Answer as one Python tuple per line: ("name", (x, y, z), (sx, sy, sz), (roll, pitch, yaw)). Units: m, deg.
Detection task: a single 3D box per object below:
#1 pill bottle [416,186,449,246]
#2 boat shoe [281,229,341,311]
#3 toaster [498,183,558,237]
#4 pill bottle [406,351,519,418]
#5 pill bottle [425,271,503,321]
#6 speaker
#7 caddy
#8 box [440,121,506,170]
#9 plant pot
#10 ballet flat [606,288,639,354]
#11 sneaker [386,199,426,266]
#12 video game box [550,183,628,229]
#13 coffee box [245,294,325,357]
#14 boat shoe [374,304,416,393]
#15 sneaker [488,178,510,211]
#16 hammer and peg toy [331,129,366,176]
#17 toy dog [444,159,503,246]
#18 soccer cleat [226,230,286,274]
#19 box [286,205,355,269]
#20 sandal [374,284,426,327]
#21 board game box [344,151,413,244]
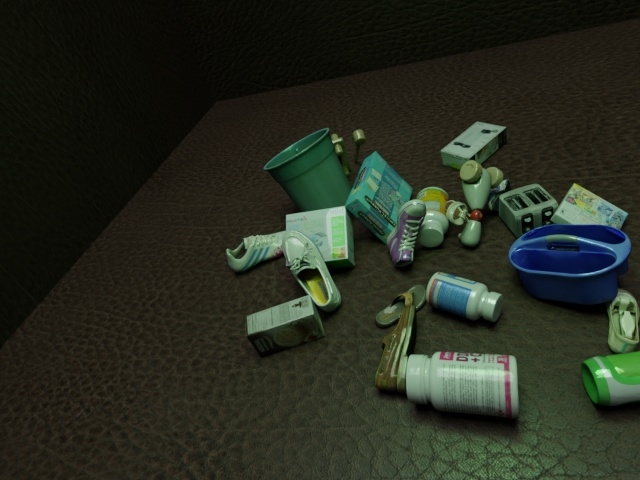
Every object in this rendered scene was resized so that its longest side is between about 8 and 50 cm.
("pill bottle", (0.447, -0.092, 1.790), (0.136, 0.136, 0.246), (-4, 41, 21))
("boat shoe", (-0.057, 0.100, 1.659), (0.136, 0.156, 0.367), (-32, 67, 8))
("toaster", (0.784, -0.117, 1.687), (0.168, 0.110, 0.186), (-17, 38, 4))
("pill bottle", (0.389, 0.390, 1.222), (0.283, 0.160, 0.160), (-3, 42, 22))
("pill bottle", (0.471, 0.189, 1.455), (0.221, 0.124, 0.124), (17, 52, 39))
("speaker", (0.832, 0.335, 1.113), (0.296, 0.131, 0.131), (-12, 39, 11))
("caddy", (0.770, 0.053, 1.384), (0.341, 0.179, 0.241), (3, 42, 50))
("box", (0.732, -0.449, 2.124), (0.290, 0.087, 0.169), (-39, 41, -22))
("plant pot", (-0.028, -0.276, 2.022), (0.341, 0.334, 0.341), (-28, 19, 11))
("ballet flat", (0.872, 0.213, 1.275), (0.086, 0.086, 0.248), (3, 44, 27))
("sneaker", (0.334, -0.011, 1.658), (0.102, 0.282, 0.161), (4, 48, -8))
("video game box", (0.941, -0.083, 1.557), (0.205, 0.048, 0.187), (37, 64, 16))
("coffee box", (-0.125, 0.305, 1.579), (0.246, 0.141, 0.098), (-20, 39, 4))
("boat shoe", (0.240, 0.328, 1.406), (0.104, 0.111, 0.307), (0, 42, 23))
("sneaker", (0.719, -0.180, 1.825), (0.081, 0.080, 0.211), (0, 30, 37))
("hammer and peg toy", (0.070, -0.413, 2.273), (0.361, 0.266, 0.127), (-17, 60, 4))
("toy dog", (0.572, -0.154, 1.731), (0.334, 0.220, 0.161), (-58, 24, -13))
("soccer cleat", (-0.260, 0.025, 1.972), (0.331, 0.143, 0.116), (-30, 39, -11))
("box", (0.000, 0.000, 1.831), (0.262, 0.127, 0.231), (-7, 70, 17))
("sandal", (0.280, 0.222, 1.554), (0.219, 0.060, 0.090), (-29, 39, -10))
("board game box", (0.257, -0.185, 1.896), (0.079, 0.254, 0.336), (-32, 24, 43))
